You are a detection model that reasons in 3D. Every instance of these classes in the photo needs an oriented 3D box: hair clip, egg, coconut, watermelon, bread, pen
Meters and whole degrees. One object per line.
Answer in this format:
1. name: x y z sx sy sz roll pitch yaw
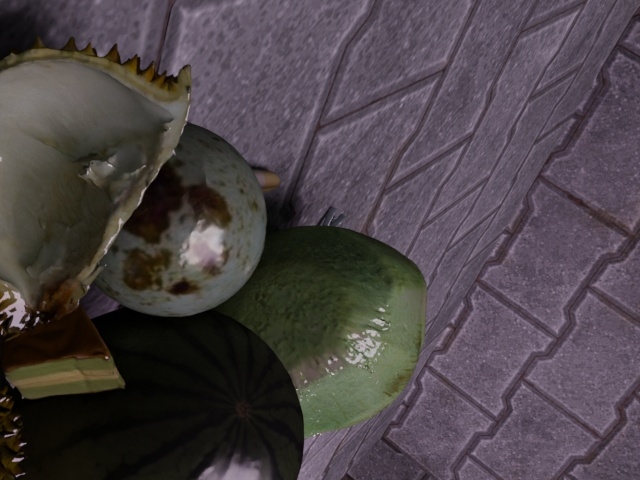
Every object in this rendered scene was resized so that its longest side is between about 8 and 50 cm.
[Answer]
1. hair clip: -0.001 -0.001 1.307 0.115 0.030 0.039 -55 -179 14
2. egg: -0.130 -0.014 0.730 0.169 0.169 0.231 -50 165 -9
3. coconut: -0.001 0.120 1.121 0.328 0.281 0.328 -44 157 -24
4. watermelon: -0.178 0.208 0.828 0.359 0.279 0.279 -22 -175 40
5. bread: -0.210 0.053 0.682 0.084 0.139 0.074 -6 147 -4
6. pen: -0.104 -0.070 0.918 0.233 0.032 0.040 -13 114 -65

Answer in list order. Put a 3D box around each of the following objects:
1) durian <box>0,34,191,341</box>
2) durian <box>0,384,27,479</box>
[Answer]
1. durian: -0.194 -0.042 0.574 0.252 0.139 0.144 -55 158 7
2. durian: -0.293 0.140 0.585 0.237 0.137 0.193 73 27 -44
